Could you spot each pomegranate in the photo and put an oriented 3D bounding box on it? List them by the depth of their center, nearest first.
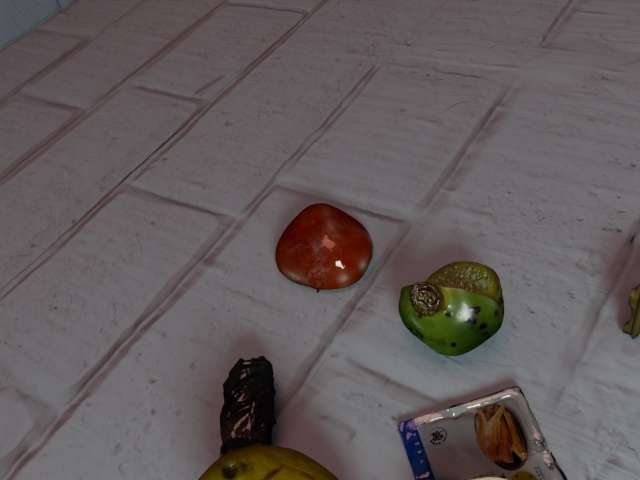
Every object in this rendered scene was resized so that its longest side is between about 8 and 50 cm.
[{"bbox_3d":[0.179,0.101,0.879,0.143,0.122,0.169,4,13,28],"label":"pomegranate"}]

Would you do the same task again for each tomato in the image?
[{"bbox_3d":[0.008,-0.003,1.070,0.174,0.082,0.166,19,54,34],"label":"tomato"}]

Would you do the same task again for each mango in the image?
[{"bbox_3d":[-0.026,0.329,0.668,0.262,0.130,0.167,33,50,-10],"label":"mango"}]

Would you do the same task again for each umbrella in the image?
[{"bbox_3d":[-0.100,0.296,0.807,0.090,0.094,0.326,-14,43,14],"label":"umbrella"}]

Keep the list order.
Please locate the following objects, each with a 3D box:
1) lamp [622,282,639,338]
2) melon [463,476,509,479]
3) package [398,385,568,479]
[{"bbox_3d":[0.560,0.114,0.776,0.325,0.090,0.089,18,54,30],"label":"lamp"},{"bbox_3d":[0.188,0.325,0.681,0.160,0.079,0.128,-22,55,3],"label":"melon"},{"bbox_3d":[0.199,0.274,0.777,0.173,0.027,0.171,-17,44,0],"label":"package"}]
